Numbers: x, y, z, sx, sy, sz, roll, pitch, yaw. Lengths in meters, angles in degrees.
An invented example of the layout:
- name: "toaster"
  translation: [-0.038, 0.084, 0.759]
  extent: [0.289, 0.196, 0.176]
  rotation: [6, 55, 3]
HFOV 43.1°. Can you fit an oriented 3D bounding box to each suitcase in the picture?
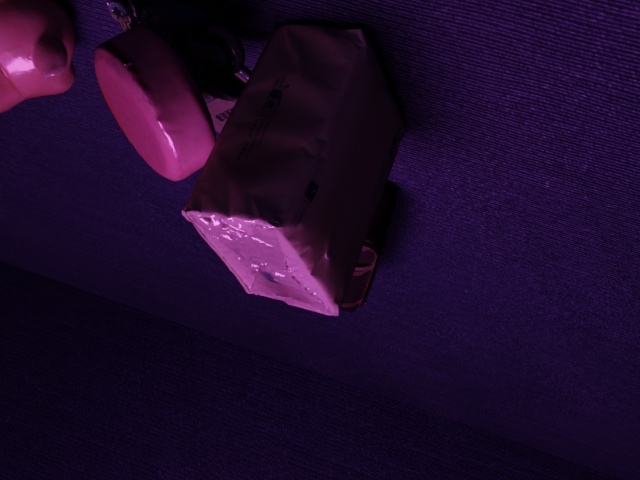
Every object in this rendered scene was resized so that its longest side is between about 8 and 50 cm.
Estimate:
- name: "suitcase"
  translation: [0.000, 0.000, 1.765]
  extent: [0.283, 0.194, 0.434]
  rotation: [20, 155, 4]

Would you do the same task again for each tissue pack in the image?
- name: "tissue pack"
  translation: [-0.026, -0.115, 1.300]
  extent: [0.207, 0.380, 0.297]
  rotation: [10, 155, 26]

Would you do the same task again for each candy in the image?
- name: "candy"
  translation: [-0.258, -0.215, 1.265]
  extent: [0.255, 0.094, 0.255]
  rotation: [47, 159, 25]

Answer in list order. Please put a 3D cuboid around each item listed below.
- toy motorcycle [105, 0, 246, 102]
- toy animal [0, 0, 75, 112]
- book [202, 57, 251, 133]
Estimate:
- name: "toy motorcycle"
  translation: [-0.241, -0.312, 1.355]
  extent: [0.297, 0.109, 0.198]
  rotation: [24, 143, 28]
- name: "toy animal"
  translation: [-0.593, -0.326, 1.444]
  extent: [0.269, 0.326, 0.237]
  rotation: [-33, 92, 44]
- name: "book"
  translation: [-0.192, -0.283, 1.529]
  extent: [0.283, 0.025, 0.215]
  rotation: [37, 151, -28]
